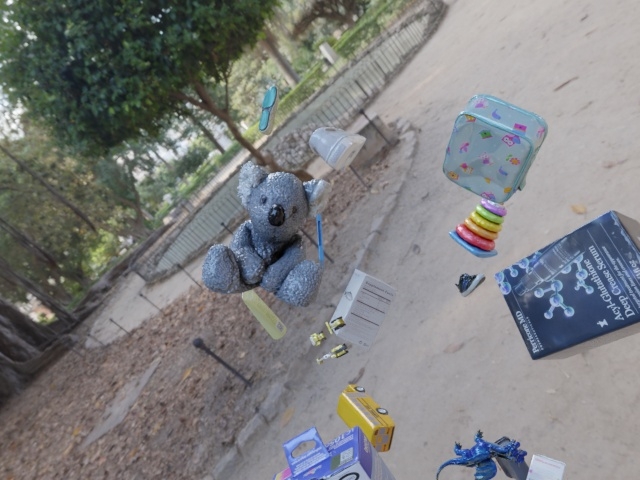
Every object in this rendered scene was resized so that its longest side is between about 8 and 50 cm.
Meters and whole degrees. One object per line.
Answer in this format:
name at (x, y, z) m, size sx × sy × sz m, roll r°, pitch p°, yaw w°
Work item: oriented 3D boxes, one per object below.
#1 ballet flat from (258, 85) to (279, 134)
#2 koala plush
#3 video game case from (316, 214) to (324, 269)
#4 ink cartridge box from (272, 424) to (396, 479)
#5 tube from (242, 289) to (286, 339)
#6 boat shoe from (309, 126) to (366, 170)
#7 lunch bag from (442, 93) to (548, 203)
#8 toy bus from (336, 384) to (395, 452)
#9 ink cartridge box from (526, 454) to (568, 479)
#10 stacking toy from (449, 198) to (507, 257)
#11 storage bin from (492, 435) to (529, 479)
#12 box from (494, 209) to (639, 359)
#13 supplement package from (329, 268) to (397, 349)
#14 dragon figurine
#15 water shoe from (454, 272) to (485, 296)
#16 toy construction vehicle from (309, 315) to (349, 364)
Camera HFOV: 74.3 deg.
ballet flat at (-0.174, -0.442, 1.450) m, size 0.057 × 0.052 × 0.168 m, roll 13°, pitch 85°, yaw 30°
koala plush at (-0.084, -0.020, 0.751) m, size 0.203 × 0.196 × 0.221 m, roll -109°, pitch 29°, yaw -85°
video game case at (0.000, 0.000, 1.289) m, size 0.119 × 0.015 × 0.166 m, roll 87°, pitch 180°, yaw -69°
ink cartridge box at (0.054, 0.637, 0.987) m, size 0.270 × 0.395 × 0.151 m, roll -34°, pitch 4°, yaw 8°
tube at (-0.202, 0.245, 1.449) m, size 0.070 × 0.240 × 0.062 m, roll 10°, pitch 52°, yaw 46°
boat shoe at (0.023, -0.145, 0.655) m, size 0.066 × 0.063 × 0.184 m, roll -53°, pitch -2°, yaw 22°
lunch bag at (0.453, -0.231, 1.115) m, size 0.108 × 0.224 × 0.279 m, roll -53°, pitch -21°, yaw -21°
toy bus at (0.168, 0.697, 1.683) m, size 0.332 × 0.130 × 0.108 m, roll 22°, pitch 104°, yaw 64°
ink cartridge box at (0.695, 0.744, 1.296) m, size 0.092 × 0.090 × 0.143 m, roll 3°, pitch 41°, yaw 43°
stacking toy at (0.642, -0.097, 1.605) m, size 0.166 × 0.175 × 0.302 m, roll 48°, pitch 125°, yaw 41°
storage bin at (0.680, 0.788, 1.503) m, size 0.098 × 0.135 × 0.091 m, roll -30°, pitch -7°, yaw -5°
box at (0.785, 0.149, 1.252) m, size 0.395 × 0.212 × 0.294 m, roll -43°, pitch 49°, yaw 40°
supplement package at (0.114, 0.185, 1.157) m, size 0.179 × 0.105 × 0.105 m, roll -64°, pitch 11°, yaw -1°
dragon figurine at (0.496, 0.693, 1.332) m, size 0.289 × 0.085 × 0.144 m, roll -24°, pitch 5°, yaw -4°
water shoe at (0.605, 0.171, 1.737) m, size 0.073 × 0.080 × 0.203 m, roll -31°, pitch -21°, yaw -17°
toy construction vehicle at (0.022, 0.236, 0.994) m, size 0.098 × 0.086 × 0.035 m, roll -30°, pitch -18°, yaw 17°
